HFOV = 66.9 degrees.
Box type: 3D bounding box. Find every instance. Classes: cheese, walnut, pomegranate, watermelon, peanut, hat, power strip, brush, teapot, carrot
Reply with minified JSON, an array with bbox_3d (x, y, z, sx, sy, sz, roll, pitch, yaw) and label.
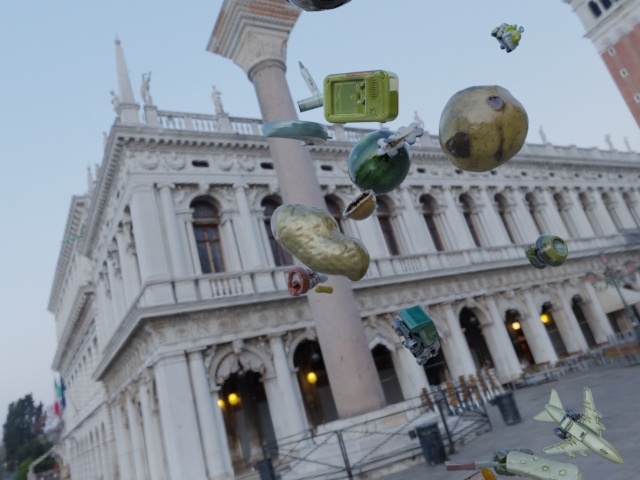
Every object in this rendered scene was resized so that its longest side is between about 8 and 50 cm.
[{"bbox_3d":[0.584,0.603,1.273,0.194,0.064,0.043,-8,-48,46],"label":"cheese"},{"bbox_3d":[0.182,-0.137,2.080,0.167,0.087,0.211,-39,10,6],"label":"walnut"},{"bbox_3d":[0.507,-0.356,1.543,0.282,0.281,0.281,-14,-18,-5],"label":"pomegranate"},{"bbox_3d":[0.314,-0.413,2.602,0.364,0.362,0.363,-14,-18,-5],"label":"watermelon"},{"bbox_3d":[0.000,0.000,1.617,0.192,0.387,0.169,-55,-22,1],"label":"peanut"},{"bbox_3d":[-0.043,0.148,1.839,0.094,0.112,0.162,15,16,39],"label":"hat"},{"bbox_3d":[-0.057,-0.355,1.609,0.168,0.054,0.253,4,4,37],"label":"power strip"},{"bbox_3d":[0.529,0.694,1.505,0.301,0.084,0.071,4,-28,-11],"label":"brush"},{"bbox_3d":[0.834,0.041,1.811,0.166,0.130,0.119,8,-27,-18],"label":"teapot"},{"bbox_3d":[0.422,0.737,1.420,0.067,0.067,0.225,-1,-42,-38],"label":"carrot"}]

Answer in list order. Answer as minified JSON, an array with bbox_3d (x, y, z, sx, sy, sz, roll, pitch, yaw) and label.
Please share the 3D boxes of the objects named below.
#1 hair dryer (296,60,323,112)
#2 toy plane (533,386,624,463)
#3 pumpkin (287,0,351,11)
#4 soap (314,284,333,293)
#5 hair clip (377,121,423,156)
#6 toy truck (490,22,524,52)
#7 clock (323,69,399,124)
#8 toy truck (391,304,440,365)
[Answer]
[{"bbox_3d":[-0.016,-0.522,1.582,0.155,0.183,0.044,-15,-9,1],"label":"hair dryer"},{"bbox_3d":[0.738,0.543,1.380,0.092,0.244,0.228,25,-82,-35],"label":"toy plane"},{"bbox_3d":[0.013,-0.613,0.960,0.296,0.295,0.296,-14,-18,-5],"label":"pumpkin"},{"bbox_3d":[0.015,0.211,2.090,0.089,0.034,0.012,6,-15,-24],"label":"soap"},{"bbox_3d":[0.388,-0.500,2.388,0.257,0.146,0.075,-30,-45,-13],"label":"hair clip"},{"bbox_3d":[0.605,-0.657,1.552,0.077,0.111,0.076,-42,-59,18],"label":"toy truck"},{"bbox_3d":[0.113,-0.401,1.361,0.202,0.143,0.096,7,14,30],"label":"clock"},{"bbox_3d":[0.330,0.321,1.649,0.124,0.114,0.253,-36,-43,-1],"label":"toy truck"}]
